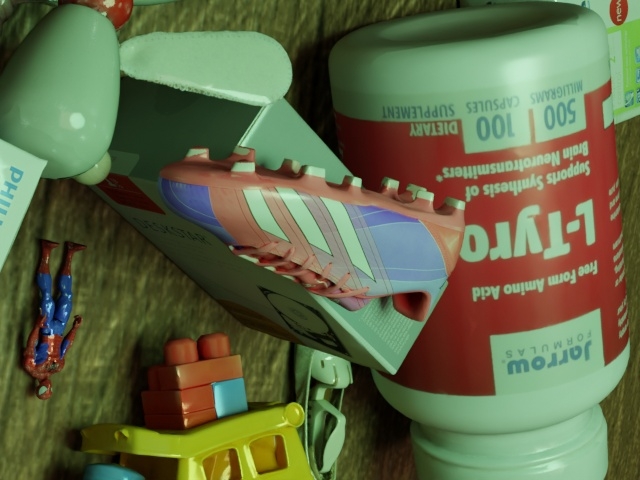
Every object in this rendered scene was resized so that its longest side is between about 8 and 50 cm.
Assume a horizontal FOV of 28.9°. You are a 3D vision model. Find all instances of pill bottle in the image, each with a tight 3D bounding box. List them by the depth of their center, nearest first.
[{"bbox_3d":[0.144,0.016,1.065,0.229,0.229,0.407,-23,112,-38],"label":"pill bottle"}]

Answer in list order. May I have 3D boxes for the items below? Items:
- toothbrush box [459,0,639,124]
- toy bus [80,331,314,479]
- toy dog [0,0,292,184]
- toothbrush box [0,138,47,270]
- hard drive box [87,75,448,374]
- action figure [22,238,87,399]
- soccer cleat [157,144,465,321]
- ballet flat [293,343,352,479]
[{"bbox_3d":[0.271,-0.229,1.214,0.283,0.122,0.206,-20,110,-37],"label":"toothbrush box"},{"bbox_3d":[-0.111,0.182,0.931,0.220,0.149,0.211,-11,92,-38],"label":"toy bus"},{"bbox_3d":[-0.105,-0.157,0.825,0.333,0.220,0.161,-50,140,-21],"label":"toy dog"},{"bbox_3d":[-0.327,-0.053,0.626,0.295,0.216,0.126,30,78,-41],"label":"toothbrush box"},{"bbox_3d":[-0.045,-0.013,0.919,0.232,0.181,0.089,46,68,-37],"label":"hard drive box"},{"bbox_3d":[-0.193,0.059,0.900,0.038,0.030,0.115,5,96,-48],"label":"action figure"},{"bbox_3d":[0.000,0.000,0.790,0.248,0.083,0.095,8,98,-45],"label":"soccer cleat"},{"bbox_3d":[0.006,0.135,1.080,0.057,0.052,0.168,2,96,-42],"label":"ballet flat"}]
